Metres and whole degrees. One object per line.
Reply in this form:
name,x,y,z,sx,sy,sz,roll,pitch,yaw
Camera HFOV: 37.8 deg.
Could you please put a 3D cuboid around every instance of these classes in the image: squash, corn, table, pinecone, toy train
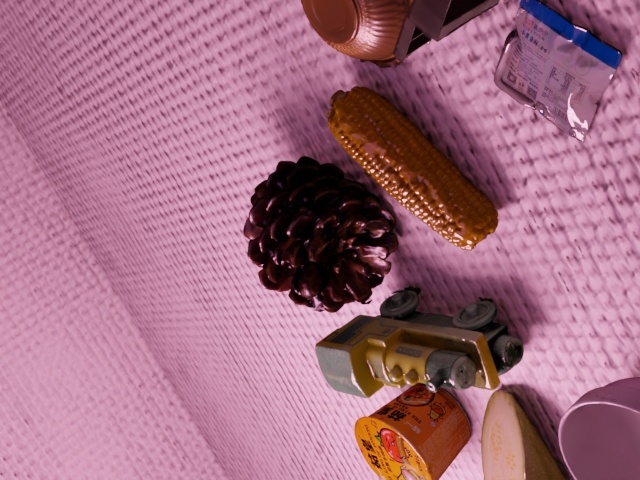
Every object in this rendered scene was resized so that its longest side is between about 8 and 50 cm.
squash,0.355,0.443,1.792,0.260,0.189,0.189,55,149,-10
corn,0.151,-0.126,1.581,0.363,0.120,0.120,44,147,13
table,0.188,-0.333,1.300,0.062,0.146,0.175,42,146,19
pinecone,-0.002,0.003,1.782,0.296,0.242,0.298,19,129,45
toy train,0.191,0.205,1.729,0.369,0.237,0.150,3,120,51

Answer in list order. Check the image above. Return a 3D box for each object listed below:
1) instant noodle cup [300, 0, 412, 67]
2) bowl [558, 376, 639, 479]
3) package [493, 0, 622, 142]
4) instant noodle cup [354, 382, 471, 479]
instant noodle cup,0.042,-0.389,1.494,0.274,0.091,0.274,34,144,30
bowl,0.539,0.331,1.482,0.287,0.144,0.287,33,142,30
package,0.329,-0.242,1.319,0.171,0.027,0.173,43,146,23
instant noodle cup,0.204,0.412,1.970,0.216,0.172,0.215,34,143,30
